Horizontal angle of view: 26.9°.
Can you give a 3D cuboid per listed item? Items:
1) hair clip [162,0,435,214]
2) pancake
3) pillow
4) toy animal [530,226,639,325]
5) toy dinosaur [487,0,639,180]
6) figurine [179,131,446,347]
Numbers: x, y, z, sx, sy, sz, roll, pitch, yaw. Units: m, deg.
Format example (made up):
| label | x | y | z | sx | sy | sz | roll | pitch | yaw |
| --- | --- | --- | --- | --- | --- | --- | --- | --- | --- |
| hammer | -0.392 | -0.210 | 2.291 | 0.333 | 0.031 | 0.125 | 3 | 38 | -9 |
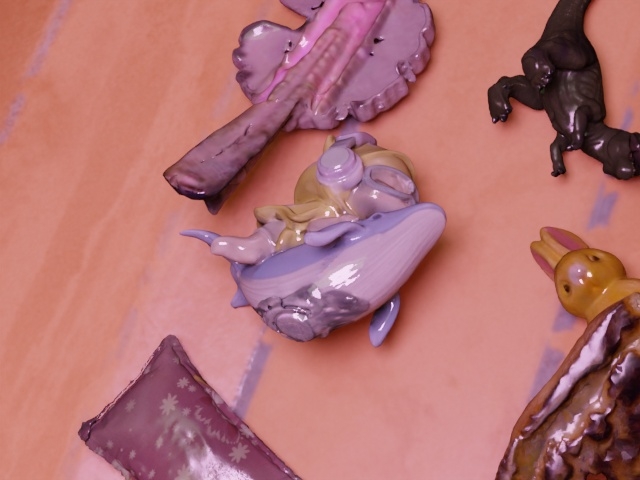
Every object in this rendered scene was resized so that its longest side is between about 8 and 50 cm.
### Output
| label | x | y | z | sx | sy | sz | roll | pitch | yaw |
| --- | --- | --- | --- | --- | --- | --- | --- | --- | --- |
| hair clip | -0.026 | -0.124 | 1.126 | 0.173 | 0.069 | 0.300 | 25 | 59 | 25 |
| pancake | 0.208 | 0.149 | 0.936 | 0.257 | 0.056 | 0.212 | -23 | 101 | 0 |
| pillow | -0.105 | 0.171 | 1.061 | 0.118 | 0.043 | 0.185 | -44 | 65 | -7 |
| toy animal | 0.211 | 0.045 | 1.014 | 0.083 | 0.070 | 0.159 | -41 | 59 | -5 |
| toy dinosaur | 0.233 | -0.125 | 1.099 | 0.179 | 0.087 | 0.187 | -20 | 78 | -33 |
| figurine | 0.000 | 0.000 | 1.053 | 0.208 | 0.128 | 0.184 | -8 | 44 | 25 |
